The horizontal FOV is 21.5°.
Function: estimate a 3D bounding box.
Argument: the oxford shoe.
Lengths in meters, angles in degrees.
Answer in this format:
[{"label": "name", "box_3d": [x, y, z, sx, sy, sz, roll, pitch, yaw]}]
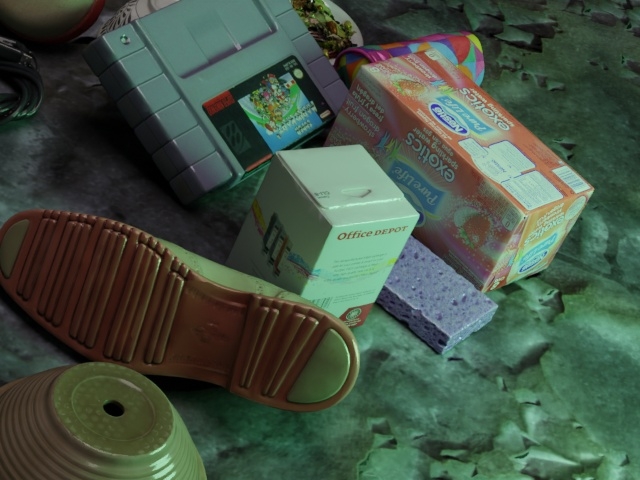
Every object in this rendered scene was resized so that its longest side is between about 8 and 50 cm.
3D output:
[{"label": "oxford shoe", "box_3d": [-0.148, 0.075, 1.752, 0.397, 0.140, 0.146, 24, 4, 4]}]

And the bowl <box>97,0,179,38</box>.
[{"label": "bowl", "box_3d": [-0.195, -0.268, 2.164, 0.170, 0.080, 0.170, 17, 35, -13]}]

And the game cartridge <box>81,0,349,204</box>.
[{"label": "game cartridge", "box_3d": [-0.111, -0.199, 2.078, 0.230, 0.068, 0.355, 53, 39, 1]}]

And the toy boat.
[{"label": "toy boat", "box_3d": [-0.356, -0.343, 2.133, 0.231, 0.151, 0.151, 45, 10, 24]}]

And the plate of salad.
[{"label": "plate of salad", "box_3d": [-0.029, -0.314, 2.354, 0.200, 0.048, 0.200, 17, 36, -13]}]

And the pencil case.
[{"label": "pencil case", "box_3d": [0.122, -0.229, 2.304, 0.236, 0.104, 0.104, -12, 51, -44]}]

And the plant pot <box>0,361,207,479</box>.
[{"label": "plant pot", "box_3d": [-0.206, 0.189, 1.553, 0.237, 0.110, 0.237, 17, 35, -13]}]

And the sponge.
[{"label": "sponge", "box_3d": [0.099, 0.042, 1.999, 0.210, 0.031, 0.117, 38, 37, 17]}]

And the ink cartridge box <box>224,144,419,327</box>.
[{"label": "ink cartridge box", "box_3d": [0.000, 0.000, 1.863, 0.128, 0.176, 0.127, -7, 47, -39]}]

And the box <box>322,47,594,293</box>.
[{"label": "box", "box_3d": [0.168, -0.090, 2.113, 0.154, 0.142, 0.300, -19, 55, -45]}]

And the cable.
[{"label": "cable", "box_3d": [-0.415, -0.193, 1.969, 0.184, 0.047, 0.150, 17, 41, -18]}]
